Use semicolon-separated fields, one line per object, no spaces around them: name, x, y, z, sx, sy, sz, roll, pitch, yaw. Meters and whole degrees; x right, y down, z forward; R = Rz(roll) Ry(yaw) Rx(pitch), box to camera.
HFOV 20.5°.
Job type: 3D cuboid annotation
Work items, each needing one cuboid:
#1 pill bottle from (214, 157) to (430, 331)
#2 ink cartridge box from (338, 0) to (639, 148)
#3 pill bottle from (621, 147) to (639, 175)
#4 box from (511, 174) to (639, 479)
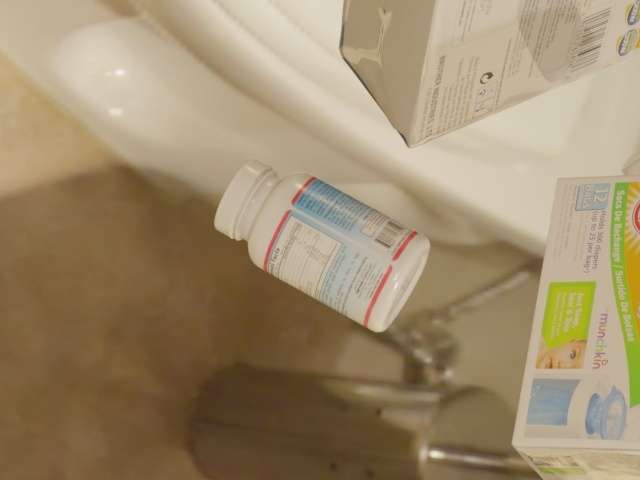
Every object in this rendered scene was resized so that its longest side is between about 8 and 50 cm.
pill bottle;0.000;0.000;1.408;0.087;0.160;0.087;-57;169;-18
ink cartridge box;0.227;-0.276;1.641;0.396;0.270;0.151;-22;62;-17
pill bottle;0.362;-0.044;1.786;0.120;0.067;0.067;46;59;-6
box;0.212;0.065;1.186;0.103;0.114;0.203;47;48;-50
